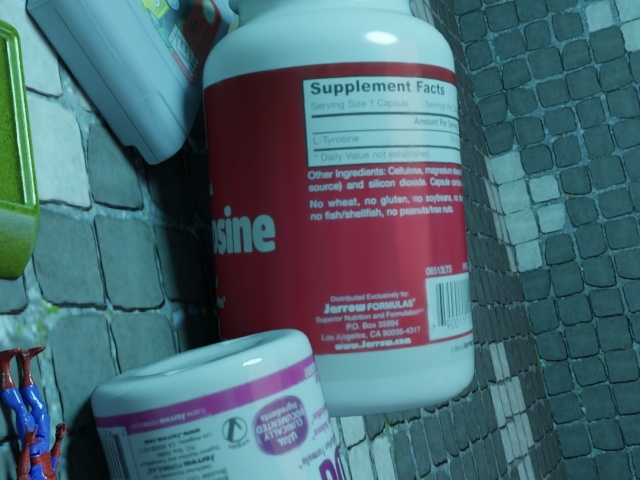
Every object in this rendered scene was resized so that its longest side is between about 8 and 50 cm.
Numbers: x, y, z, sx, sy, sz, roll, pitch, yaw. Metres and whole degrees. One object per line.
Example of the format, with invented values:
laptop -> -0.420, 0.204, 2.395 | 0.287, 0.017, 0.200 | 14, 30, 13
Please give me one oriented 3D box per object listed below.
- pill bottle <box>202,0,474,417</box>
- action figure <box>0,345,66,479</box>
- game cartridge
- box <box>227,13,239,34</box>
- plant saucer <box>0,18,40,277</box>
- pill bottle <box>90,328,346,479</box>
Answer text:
pill bottle -> 0.012, -0.063, 0.820 | 0.229, 0.228, 0.408 | -3, 90, -69
action figure -> -0.178, 0.125, 0.572 | 0.038, 0.030, 0.115 | 15, 64, -72
game cartridge -> -0.161, -0.230, 0.832 | 0.196, 0.060, 0.294 | 55, 28, -34
box -> -0.042, -0.214, 1.072 | 0.169, 0.087, 0.290 | 43, 38, -55
plant saucer -> -0.234, -0.081, 0.543 | 0.188, 0.045, 0.189 | 18, 59, -66
pill bottle -> -0.050, 0.218, 0.648 | 0.160, 0.160, 0.283 | -17, 92, -70
